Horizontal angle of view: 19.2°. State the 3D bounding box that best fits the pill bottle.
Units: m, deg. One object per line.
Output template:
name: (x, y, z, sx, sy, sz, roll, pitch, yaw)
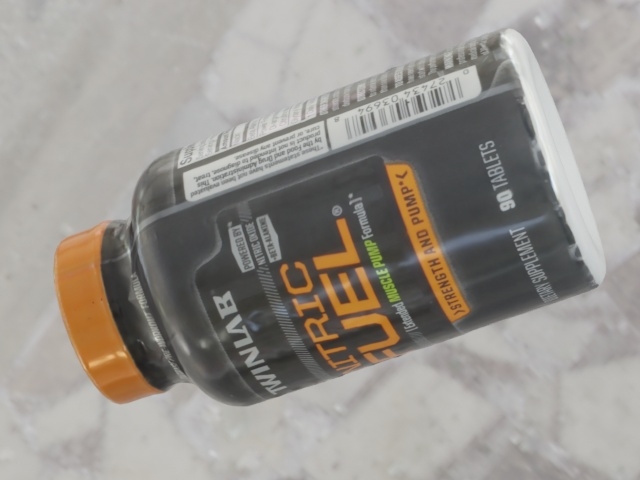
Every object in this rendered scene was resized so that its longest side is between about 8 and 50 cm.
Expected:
pill bottle: (0.000, 0.000, 0.892, 0.245, 0.130, 0.130, -20, 52, 12)
